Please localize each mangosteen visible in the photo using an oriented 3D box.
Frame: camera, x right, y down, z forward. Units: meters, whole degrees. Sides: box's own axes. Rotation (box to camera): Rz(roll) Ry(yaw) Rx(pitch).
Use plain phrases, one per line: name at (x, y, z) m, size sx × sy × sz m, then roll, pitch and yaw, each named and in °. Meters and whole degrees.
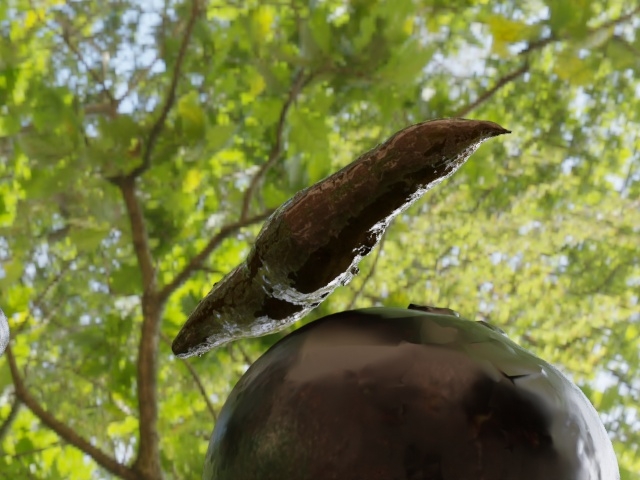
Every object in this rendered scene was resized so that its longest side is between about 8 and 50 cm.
mangosteen at (0.048, 0.175, 0.605) m, size 0.231 × 0.231 × 0.289 m, roll 4°, pitch -119°, yaw 1°

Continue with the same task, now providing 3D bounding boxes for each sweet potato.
sweet potato at (0.000, 0.000, 0.680) m, size 0.067 × 0.274 × 0.067 m, roll 32°, pitch -142°, yaw -29°

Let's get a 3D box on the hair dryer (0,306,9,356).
hair dryer at (-0.299, -0.002, 0.738) m, size 0.071 × 0.248 × 0.114 m, roll 5°, pitch -150°, yaw 41°
